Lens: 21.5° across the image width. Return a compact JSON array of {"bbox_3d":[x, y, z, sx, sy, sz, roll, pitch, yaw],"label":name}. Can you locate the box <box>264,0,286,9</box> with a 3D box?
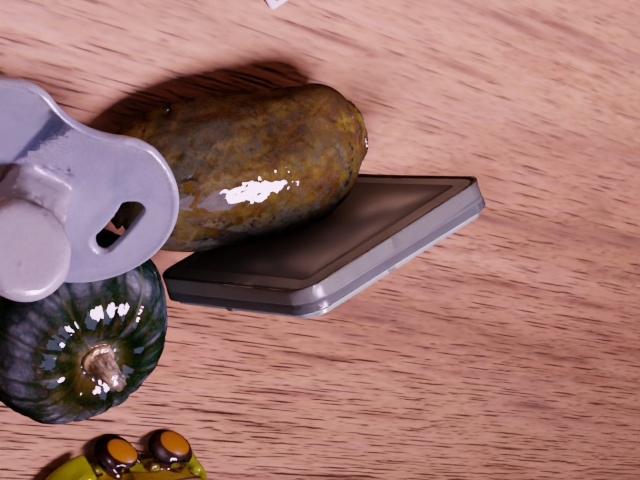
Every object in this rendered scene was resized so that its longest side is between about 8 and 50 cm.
[{"bbox_3d":[0.016,-0.372,1.539,0.265,0.048,0.273,-34,147,-3],"label":"box"}]

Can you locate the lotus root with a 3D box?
[{"bbox_3d":[-0.080,-0.075,1.719,0.275,0.152,0.160,-18,159,-22],"label":"lotus root"}]

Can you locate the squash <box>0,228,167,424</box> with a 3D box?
[{"bbox_3d":[-0.258,0.088,1.747,0.218,0.172,0.218,-6,110,-16],"label":"squash"}]

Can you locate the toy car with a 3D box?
[{"bbox_3d":[-0.239,0.354,2.115,0.248,0.142,0.200,-3,133,-42],"label":"toy car"}]

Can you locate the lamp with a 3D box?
[{"bbox_3d":[0.000,0.000,1.775,0.266,0.269,0.047,-30,110,-33],"label":"lamp"}]

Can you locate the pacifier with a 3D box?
[{"bbox_3d":[-0.271,-0.017,1.547,0.279,0.207,0.227,27,121,-25],"label":"pacifier"}]
